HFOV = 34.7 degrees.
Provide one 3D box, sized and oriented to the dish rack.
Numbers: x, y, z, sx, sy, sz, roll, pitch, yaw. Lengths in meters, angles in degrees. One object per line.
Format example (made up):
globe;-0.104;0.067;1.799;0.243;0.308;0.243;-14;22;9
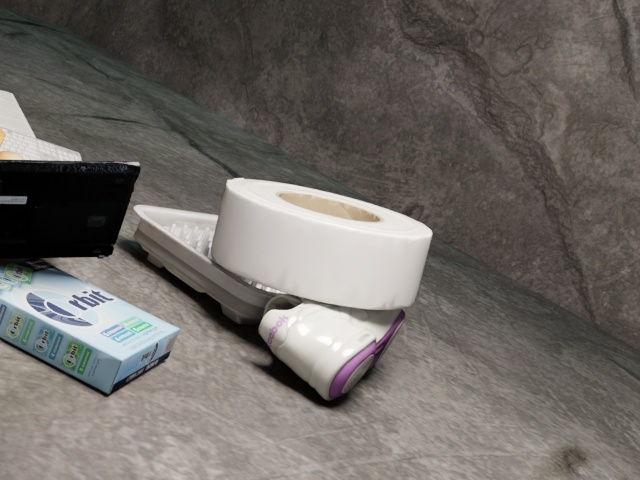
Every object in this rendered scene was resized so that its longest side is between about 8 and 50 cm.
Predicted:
dish rack;-0.096;0.046;1.486;0.285;0.072;0.333;32;13;32

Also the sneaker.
sneaker;0.018;0.103;1.318;0.152;0.114;0.305;33;12;11

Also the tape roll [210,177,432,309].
tape roll;0.000;0.000;1.355;0.286;0.100;0.286;13;11;-3

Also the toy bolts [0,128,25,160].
toy bolts;-0.436;-0.124;1.286;0.158;0.218;0.228;28;28;-14

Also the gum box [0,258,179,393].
gum box;-0.257;0.081;1.048;0.184;0.041;0.157;25;11;9

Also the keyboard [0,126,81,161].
keyboard;-0.492;-0.153;1.646;0.256;0.014;0.072;18;29;-42

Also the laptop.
laptop;-0.338;-0.052;1.085;0.234;0.264;0.137;-1;58;-24

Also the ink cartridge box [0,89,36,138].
ink cartridge box;-0.561;-0.183;1.684;0.181;0.056;0.225;13;34;-47
